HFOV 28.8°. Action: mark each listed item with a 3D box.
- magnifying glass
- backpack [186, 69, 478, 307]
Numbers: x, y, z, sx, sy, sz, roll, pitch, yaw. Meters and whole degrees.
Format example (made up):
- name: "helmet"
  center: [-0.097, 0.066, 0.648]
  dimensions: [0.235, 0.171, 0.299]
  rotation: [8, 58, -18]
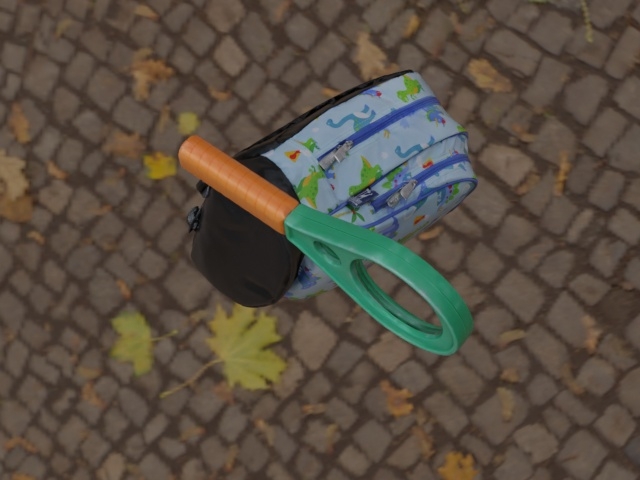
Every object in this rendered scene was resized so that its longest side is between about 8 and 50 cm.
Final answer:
- name: "magnifying glass"
  center: [0.000, 0.000, 0.814]
  dimensions: [0.231, 0.092, 0.026]
  rotation: [36, 69, 20]
- name: "backpack"
  center: [0.032, -0.073, 1.645]
  dimensions: [0.273, 0.355, 0.290]
  rotation: [39, 150, 6]
